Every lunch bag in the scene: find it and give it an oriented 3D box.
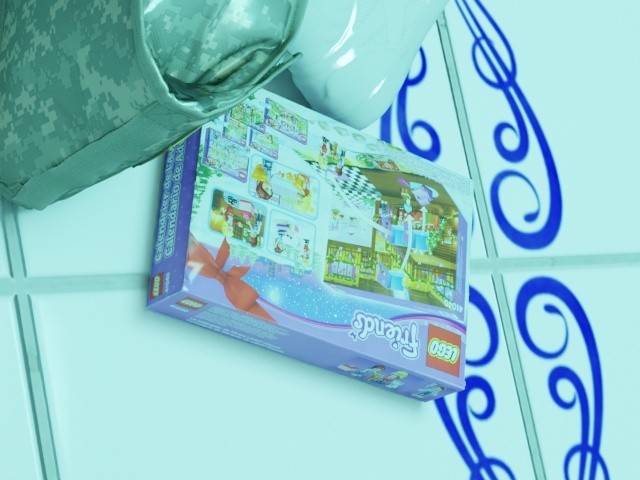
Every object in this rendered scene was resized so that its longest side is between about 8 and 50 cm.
[{"bbox_3d":[-0.130,-0.166,1.328,0.169,0.235,0.287,29,58,-31],"label":"lunch bag"}]

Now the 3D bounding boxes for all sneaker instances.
[{"bbox_3d":[0.033,-0.256,1.560,0.169,0.108,0.293,49,49,-36],"label":"sneaker"}]

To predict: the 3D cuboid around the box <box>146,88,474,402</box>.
[{"bbox_3d":[0.000,0.000,1.492,0.293,0.057,0.201,22,61,-32],"label":"box"}]
